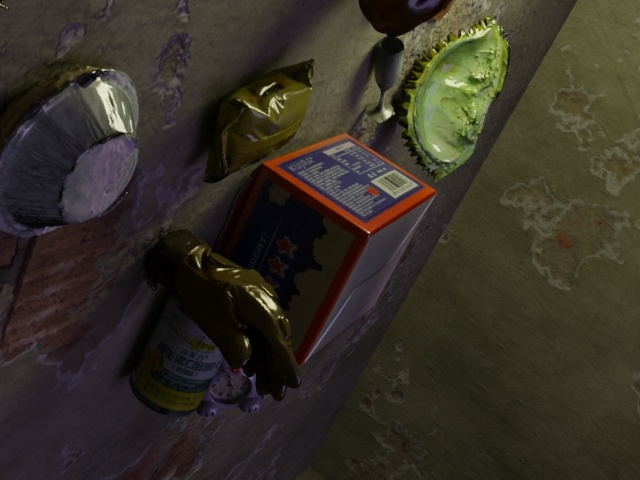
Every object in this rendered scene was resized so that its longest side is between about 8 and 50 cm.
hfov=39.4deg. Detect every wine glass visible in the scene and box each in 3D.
[{"bbox_3d":[0.134,-0.331,1.826,0.066,0.066,0.198,-47,161,-29],"label":"wine glass"}]

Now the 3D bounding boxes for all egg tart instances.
[{"bbox_3d":[-0.283,-0.092,1.035,0.234,0.094,0.234,-49,165,-18],"label":"egg tart"}]

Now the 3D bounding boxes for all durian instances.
[{"bbox_3d":[0.298,-0.333,2.050,0.394,0.198,0.163,-62,162,14],"label":"durian"}]

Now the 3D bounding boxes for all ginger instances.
[{"bbox_3d":[0.185,-0.478,1.485,0.321,0.165,0.172,-45,154,-25],"label":"ginger"}]

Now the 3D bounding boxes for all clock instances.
[{"bbox_3d":[-0.186,0.221,1.834,0.189,0.189,0.254,-39,151,-46],"label":"clock"}]

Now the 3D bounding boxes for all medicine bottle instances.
[{"bbox_3d":[-0.229,0.167,1.618,0.293,0.141,0.141,-61,163,19],"label":"medicine bottle"}]

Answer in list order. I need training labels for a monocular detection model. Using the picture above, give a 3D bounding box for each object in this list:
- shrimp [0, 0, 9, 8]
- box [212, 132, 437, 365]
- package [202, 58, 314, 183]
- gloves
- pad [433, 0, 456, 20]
[{"bbox_3d":[-0.323,-0.218,0.797,0.059,0.023,0.108,-47,165,6],"label":"shrimp"},{"bbox_3d":[0.000,0.000,1.743,0.349,0.257,0.318,-31,153,-57],"label":"box"},{"bbox_3d":[-0.093,-0.188,1.397,0.226,0.090,0.168,-34,157,-46],"label":"package"},{"bbox_3d":[-0.139,0.110,1.433,0.141,0.331,0.154,-45,162,-11],"label":"gloves"},{"bbox_3d":[0.273,-0.582,1.810,0.284,0.018,0.286,-61,162,20],"label":"pad"}]
